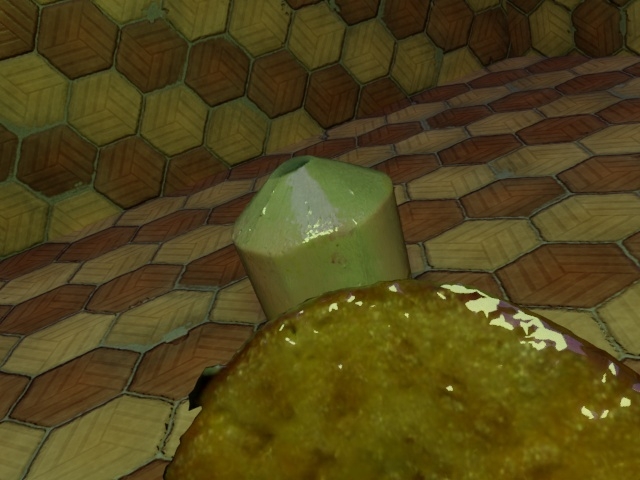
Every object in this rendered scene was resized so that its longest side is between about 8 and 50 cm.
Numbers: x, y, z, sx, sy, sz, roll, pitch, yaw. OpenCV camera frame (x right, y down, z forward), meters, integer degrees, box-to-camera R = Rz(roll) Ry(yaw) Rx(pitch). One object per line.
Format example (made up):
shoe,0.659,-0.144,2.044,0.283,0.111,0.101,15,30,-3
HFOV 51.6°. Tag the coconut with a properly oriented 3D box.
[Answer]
coconut,0.000,0.000,1.167,0.298,0.309,0.297,-13,22,6

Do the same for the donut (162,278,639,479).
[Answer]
donut,0.087,0.223,0.527,0.435,0.377,0.163,-22,-23,18
